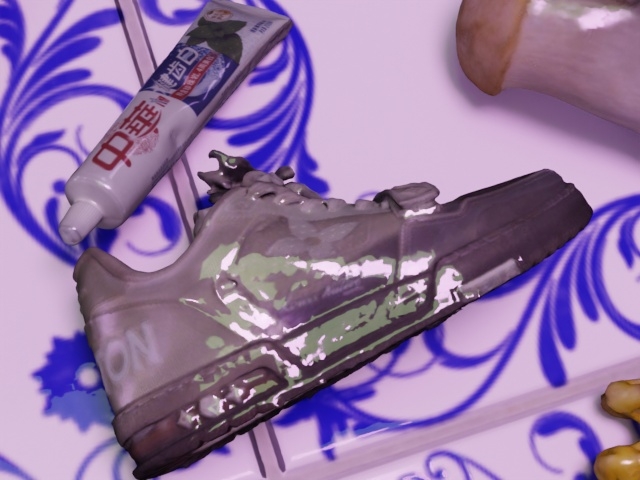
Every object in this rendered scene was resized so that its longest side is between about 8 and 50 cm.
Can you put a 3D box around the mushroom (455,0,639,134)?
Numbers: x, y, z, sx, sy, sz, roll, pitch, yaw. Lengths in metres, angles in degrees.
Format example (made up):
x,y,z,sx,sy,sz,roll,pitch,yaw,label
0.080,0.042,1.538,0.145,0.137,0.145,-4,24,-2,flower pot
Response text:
x,y,z,sx,sy,sz,roll,pitch,yaw,label
0.244,-0.094,0.603,0.329,0.122,0.159,19,57,1,mushroom

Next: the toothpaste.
x,y,z,sx,sy,sz,roll,pitch,yaw,label
-0.089,-0.079,0.579,0.060,0.038,0.233,21,50,11,toothpaste

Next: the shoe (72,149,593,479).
x,y,z,sx,sy,sz,roll,pitch,yaw,label
-0.001,0.000,0.532,0.293,0.109,0.149,-29,79,-13,shoe

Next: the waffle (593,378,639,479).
x,y,z,sx,sy,sz,roll,pitch,yaw,label
0.257,0.139,0.539,0.229,0.057,0.219,5,66,-5,waffle
